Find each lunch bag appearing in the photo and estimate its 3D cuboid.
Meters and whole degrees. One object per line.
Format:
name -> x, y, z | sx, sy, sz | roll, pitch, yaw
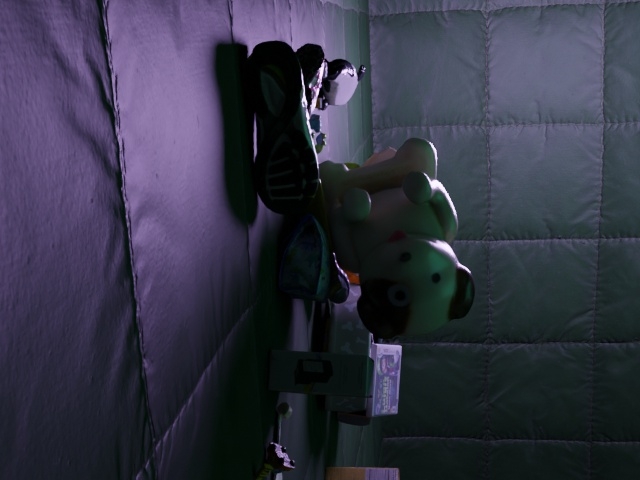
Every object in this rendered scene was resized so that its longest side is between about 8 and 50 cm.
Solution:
lunch bag -> -0.024, 0.035, 1.611 | 0.129, 0.096, 0.151 | 53, 48, -77

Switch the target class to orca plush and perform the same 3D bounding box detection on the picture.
orca plush -> 0.017, -0.408, 2.096 | 0.151, 0.102, 0.287 | -47, 172, 18

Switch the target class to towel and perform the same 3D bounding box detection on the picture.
towel -> 0.000, 0.000, 1.727 | 0.102, 0.021, 0.237 | -38, -122, 57

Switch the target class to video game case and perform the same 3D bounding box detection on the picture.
video game case -> 0.173, 0.376, 2.275 | 0.173, 0.022, 0.190 | 16, 77, -61

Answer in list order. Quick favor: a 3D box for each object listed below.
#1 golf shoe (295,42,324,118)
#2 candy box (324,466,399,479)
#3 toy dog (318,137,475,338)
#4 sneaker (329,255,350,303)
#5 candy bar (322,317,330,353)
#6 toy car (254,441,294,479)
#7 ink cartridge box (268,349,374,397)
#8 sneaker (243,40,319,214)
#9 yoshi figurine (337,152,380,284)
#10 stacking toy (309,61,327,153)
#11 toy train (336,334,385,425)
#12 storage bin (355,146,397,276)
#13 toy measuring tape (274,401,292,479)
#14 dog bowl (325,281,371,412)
golf shoe -> -0.035, -0.311, 1.692 | 0.086, 0.068, 0.186 | 91, 11, -64
candy box -> 0.110, 0.626, 2.158 | 0.109, 0.187, 0.053 | 80, 13, -49
toy dog -> 0.148, 0.031, 1.728 | 0.408, 0.285, 0.395 | -106, -170, -60
sneaker -> 0.003, 0.088, 1.907 | 0.223, 0.083, 0.098 | 66, 32, -42
candy bar -> 0.016, 0.265, 2.129 | 0.040, 0.018, 0.161 | 86, 8, -47
toy car -> -0.090, 0.369, 1.401 | 0.040, 0.060, 0.122 | -49, 155, 9
ink cartridge box -> 0.003, 0.239, 1.507 | 0.127, 0.175, 0.072 | 53, 40, -76
sneaker -> -0.057, -0.186, 1.383 | 0.121, 0.111, 0.300 | -82, 171, -65
yoshi figurine -> 0.088, -0.070, 2.315 | 0.203, 0.204, 0.362 | -15, 123, -45
stacking toy -> -0.023, -0.291, 1.826 | 0.167, 0.052, 0.221 | -40, 130, -77
toy train -> 0.111, 0.369, 2.426 | 0.334, 0.142, 0.190 | -82, 180, -53
storage bin -> 0.154, -0.056, 2.149 | 0.260, 0.123, 0.262 | -44, 138, -16
toy measuring tape -> -0.029, 0.451, 1.475 | 0.121, 0.121, 0.330 | 71, 20, -65
dog bowl -> 0.075, 0.270, 2.130 | 0.349, 0.102, 0.348 | 5, 90, -86
